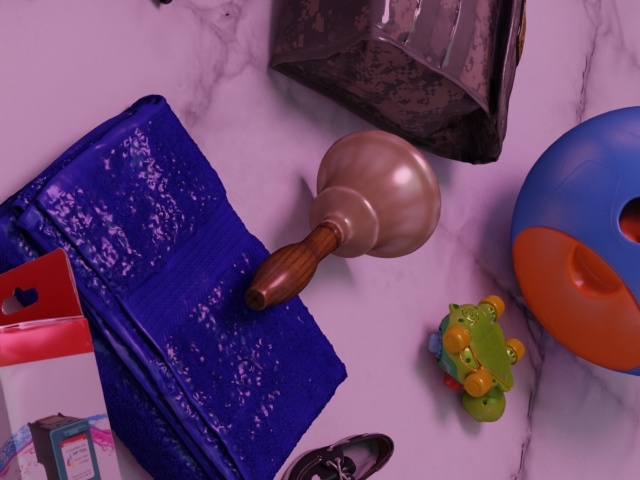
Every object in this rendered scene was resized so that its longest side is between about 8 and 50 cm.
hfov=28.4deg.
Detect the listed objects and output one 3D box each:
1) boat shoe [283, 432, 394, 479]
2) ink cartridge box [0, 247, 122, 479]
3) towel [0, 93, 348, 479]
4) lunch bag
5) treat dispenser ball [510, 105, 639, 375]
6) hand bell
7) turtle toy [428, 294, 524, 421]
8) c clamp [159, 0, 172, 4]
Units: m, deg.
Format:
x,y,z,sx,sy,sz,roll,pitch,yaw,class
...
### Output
x,y,z,sx,sy,sz,roll,pitch,yaw,class
0.018,0.199,1.105,0.125,0.038,0.046,-14,85,-49,boat shoe
-0.204,0.133,0.820,0.078,0.134,0.231,-6,79,-48,ink cartridge box
-0.106,0.051,1.001,0.308,0.076,0.228,57,44,-15,towel
0.114,-0.231,1.271,0.287,0.169,0.235,25,68,-41,lunch bag
0.347,0.000,1.348,0.288,0.288,0.288,20,61,-41,treat dispenser ball
0.000,0.000,1.074,0.126,0.126,0.242,63,34,-8,hand bell
0.154,0.121,1.260,0.095,0.066,0.130,-32,100,-46,turtle toy
-0.176,-0.250,1.088,0.160,0.022,0.137,12,61,-43,c clamp
